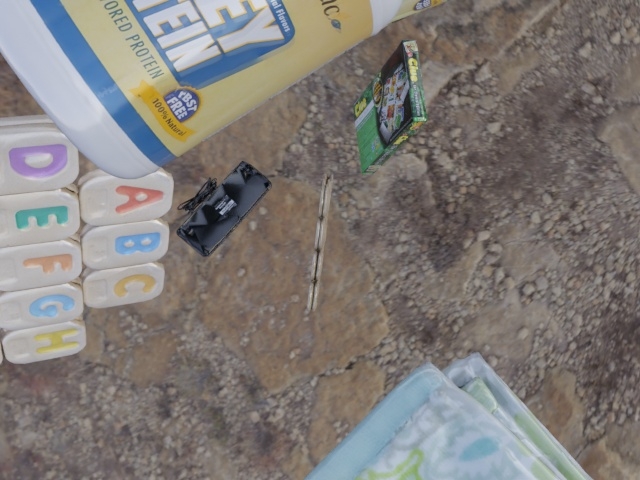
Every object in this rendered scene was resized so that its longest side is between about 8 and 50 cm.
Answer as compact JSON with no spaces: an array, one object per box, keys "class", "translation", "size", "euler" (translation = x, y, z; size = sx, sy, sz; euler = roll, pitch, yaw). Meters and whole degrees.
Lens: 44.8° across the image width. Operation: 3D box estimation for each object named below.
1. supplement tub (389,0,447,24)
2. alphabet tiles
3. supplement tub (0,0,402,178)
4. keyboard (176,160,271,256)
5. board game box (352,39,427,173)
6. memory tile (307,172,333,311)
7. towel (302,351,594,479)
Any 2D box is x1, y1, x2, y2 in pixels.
[{"class":"supplement tub","translation":[0.002,-0.338,0.882],"size":[0.316,0.228,0.228],"euler":[-20,86,10]},{"class":"alphabet tiles","translation":[-0.252,0.020,0.582],"size":[0.284,0.278,0.021],"euler":[109,146,-49]},{"class":"supplement tub","translation":[-0.050,-0.136,0.368],"size":[0.200,0.144,0.144],"euler":[-33,79,-1]},{"class":"keyboard","translation":[-0.181,-0.064,1.394],"size":[0.100,0.192,0.038],"euler":[43,157,-6]},{"class":"board game box","translation":[0.111,-0.214,1.299],"size":[0.030,0.260,0.136],"euler":[-5,79,-16]},{"class":"memory tile","translation":[0.000,0.000,0.900],"size":[0.012,0.113,0.148],"euler":[7,104,0]},{"class":"towel","translation":[0.074,0.308,0.533],"size":[0.374,0.090,0.320],"euler":[-44,72,0]}]
